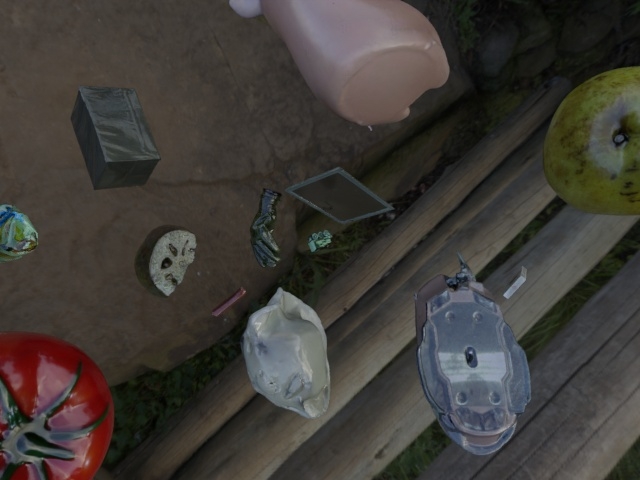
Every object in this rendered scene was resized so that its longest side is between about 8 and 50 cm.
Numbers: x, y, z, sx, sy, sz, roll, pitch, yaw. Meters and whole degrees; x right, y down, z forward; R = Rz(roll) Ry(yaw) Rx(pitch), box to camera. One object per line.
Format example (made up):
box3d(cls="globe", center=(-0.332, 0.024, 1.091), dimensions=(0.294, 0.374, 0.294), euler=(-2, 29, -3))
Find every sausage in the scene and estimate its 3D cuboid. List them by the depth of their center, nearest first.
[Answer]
box3d(cls="sausage", center=(-0.326, 0.221, 1.648), dimensions=(0.147, 0.035, 0.030), euler=(-39, 67, -4))

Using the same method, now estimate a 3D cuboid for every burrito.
box3d(cls="burrito", center=(-0.538, -0.014, 0.788), dimensions=(0.054, 0.287, 0.105), euler=(9, 77, -42))

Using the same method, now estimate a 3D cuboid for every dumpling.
box3d(cls="dumpling", center=(-0.076, 0.275, 1.163), dimensions=(0.318, 0.187, 0.243), euler=(61, 34, -17))

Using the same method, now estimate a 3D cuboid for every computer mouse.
box3d(cls="computer mouse", center=(0.266, 0.201, 0.886), dimensions=(0.199, 0.115, 0.390), euler=(4, 57, -3))

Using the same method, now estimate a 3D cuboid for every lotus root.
box3d(cls="lotus root", center=(-0.485, 0.053, 1.439), dimensions=(0.138, 0.118, 0.235), euler=(30, 74, -35))

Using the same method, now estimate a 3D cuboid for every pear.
box3d(cls="pear", center=(0.600, -0.193, 0.907), dimensions=(0.303, 0.304, 0.305), euler=(2, 80, -11))

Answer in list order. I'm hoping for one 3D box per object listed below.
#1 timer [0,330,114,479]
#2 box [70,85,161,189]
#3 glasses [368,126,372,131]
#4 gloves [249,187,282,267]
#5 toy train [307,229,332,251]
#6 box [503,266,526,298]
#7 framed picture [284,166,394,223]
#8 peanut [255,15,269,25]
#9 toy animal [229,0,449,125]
box3d(cls="timer", center=(-0.605, 0.364, 0.883), dimensions=(0.377, 0.279, 0.379), euler=(13, 74, -52))
box3d(cls="box", center=(-0.557, -0.278, 1.258), dimensions=(0.155, 0.149, 0.232), euler=(-15, 75, -42))
box3d(cls="glasses", center=(0.117, -0.399, 1.285), dimensions=(0.255, 0.095, 0.162), euler=(-4, 76, -48))
box3d(cls="gloves", center=(-0.182, -0.040, 1.540), dimensions=(0.107, 0.135, 0.269), euler=(2, 99, 0))
box3d(cls="toy train", center=(0.000, 0.000, 1.407), dimensions=(0.083, 0.033, 0.053), euler=(-15, 79, -36))
box3d(cls="box", center=(0.673, 0.144, 1.597), dimensions=(0.024, 0.166, 0.090), euler=(40, 112, 15))
box3d(cls="framed picture", center=(0.060, -0.128, 1.390), dimensions=(0.273, 0.216, 0.016), euler=(29, 57, -42))
box3d(cls="peanut", center=(-0.052, -0.462, 0.833), dimensions=(0.252, 0.137, 0.122), euler=(4, 46, 19))
box3d(cls="toy animal", center=(0.039, -0.303, 0.637), dimensions=(0.212, 0.195, 0.256), euler=(-16, 70, -47))
